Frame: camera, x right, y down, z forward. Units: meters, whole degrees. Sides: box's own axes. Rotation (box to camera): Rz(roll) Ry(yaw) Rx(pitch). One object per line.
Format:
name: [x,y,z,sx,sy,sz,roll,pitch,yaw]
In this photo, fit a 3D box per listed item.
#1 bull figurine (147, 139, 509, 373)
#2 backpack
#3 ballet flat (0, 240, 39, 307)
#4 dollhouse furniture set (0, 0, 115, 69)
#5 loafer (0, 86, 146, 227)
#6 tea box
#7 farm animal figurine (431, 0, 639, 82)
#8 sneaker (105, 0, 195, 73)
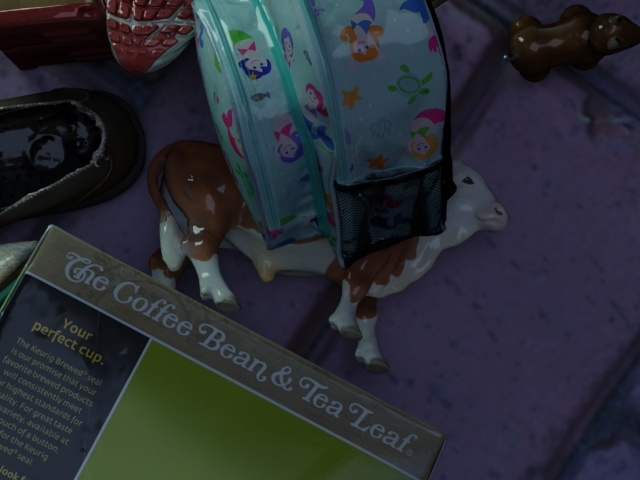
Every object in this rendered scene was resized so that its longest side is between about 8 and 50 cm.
bull figurine: [0.000,0.000,1.234,0.310,0.101,0.188,9,61,2]
backpack: [0.007,-0.127,1.100,0.191,0.253,0.225,-13,58,-11]
ballet flat: [-0.366,0.085,1.168,0.316,0.107,0.106,-44,96,-2]
dollhouse furniture set: [-0.351,-0.252,1.230,0.374,0.152,0.201,-3,84,5]
loafer: [-0.329,-0.056,1.209,0.366,0.130,0.133,-21,86,-6]
tea box: [-0.136,0.216,1.082,0.329,0.220,0.323,29,75,-5]
farm animal figurine: [0.176,-0.300,1.208,0.327,0.172,0.330,15,102,0]
sneaker: [-0.115,-0.205,1.216,0.088,0.092,0.225,16,43,6]
